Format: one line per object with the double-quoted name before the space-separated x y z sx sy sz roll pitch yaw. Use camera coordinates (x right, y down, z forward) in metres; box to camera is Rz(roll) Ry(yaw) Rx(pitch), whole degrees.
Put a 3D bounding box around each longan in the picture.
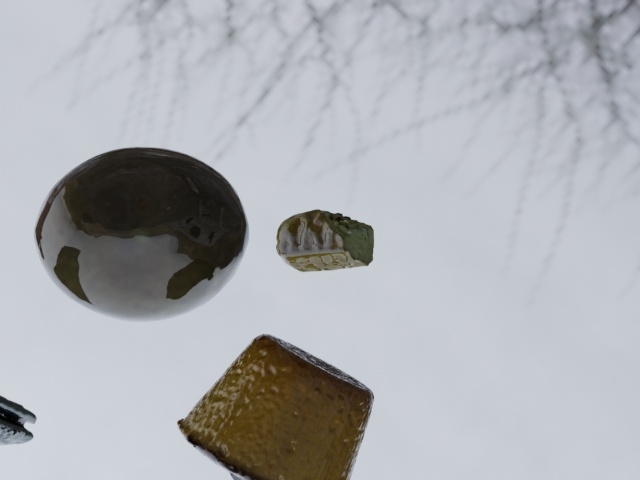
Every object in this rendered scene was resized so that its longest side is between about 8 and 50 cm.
"longan" -0.205 -0.010 2.356 0.215 0.246 0.246 64 -164 -11

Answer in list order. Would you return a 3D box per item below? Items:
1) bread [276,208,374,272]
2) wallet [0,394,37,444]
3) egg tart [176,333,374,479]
"bread" 0.000 0.000 2.126 0.060 0.110 0.066 -49 -57 -41
"wallet" -0.499 0.179 2.317 0.342 0.237 0.075 44 -131 -69
"egg tart" -0.046 0.208 2.254 0.215 0.170 0.215 27 -179 -1
